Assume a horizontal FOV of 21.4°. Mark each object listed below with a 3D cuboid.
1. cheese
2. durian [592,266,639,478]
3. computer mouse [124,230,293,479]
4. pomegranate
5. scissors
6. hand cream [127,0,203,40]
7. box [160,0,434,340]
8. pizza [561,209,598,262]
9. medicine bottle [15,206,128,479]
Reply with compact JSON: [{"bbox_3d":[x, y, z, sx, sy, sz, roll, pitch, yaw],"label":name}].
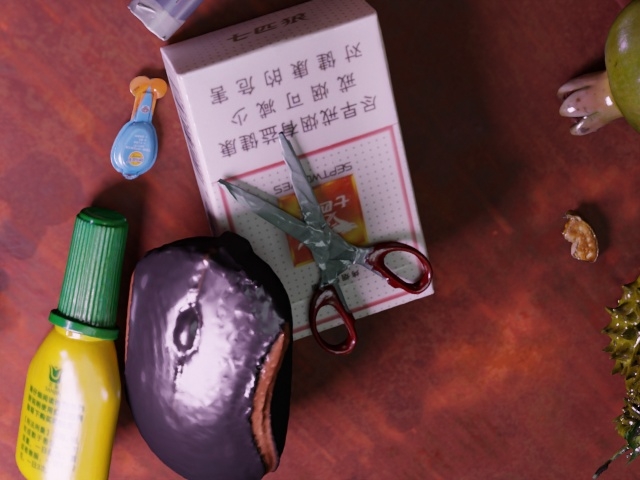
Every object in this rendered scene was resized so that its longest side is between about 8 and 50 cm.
[{"bbox_3d":[-0.182,-0.113,1.707,0.047,0.017,0.111,6,112,-24],"label":"cheese"},{"bbox_3d":[0.403,0.107,1.955,0.132,0.106,0.375,14,108,-26],"label":"durian"},{"bbox_3d":[-0.117,0.138,1.735,0.116,0.183,0.323,-48,150,-45],"label":"computer mouse"},{"bbox_3d":[0.356,-0.178,1.777,0.211,0.179,0.179,-11,117,0],"label":"pomegranate"},{"bbox_3d":[0.000,0.000,1.717,0.144,0.017,0.247,-39,119,2],"label":"scissors"},{"bbox_3d":[-0.085,-0.303,1.637,0.255,0.048,0.079,-49,124,4],"label":"hand cream"},{"bbox_3d":[-0.019,-0.067,1.740,0.210,0.095,0.330,-19,117,-9],"label":"box"},{"bbox_3d":[0.294,-0.005,1.920,0.037,0.016,0.083,-35,124,-2],"label":"pizza"},{"bbox_3d":[-0.249,0.117,1.750,0.111,0.076,0.308,17,107,21],"label":"medicine bottle"}]
